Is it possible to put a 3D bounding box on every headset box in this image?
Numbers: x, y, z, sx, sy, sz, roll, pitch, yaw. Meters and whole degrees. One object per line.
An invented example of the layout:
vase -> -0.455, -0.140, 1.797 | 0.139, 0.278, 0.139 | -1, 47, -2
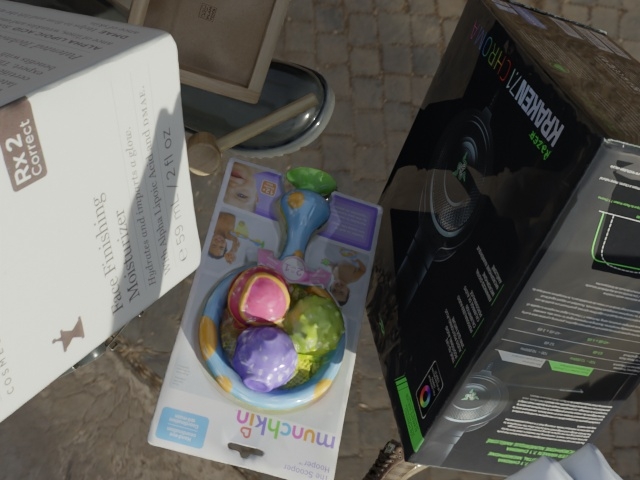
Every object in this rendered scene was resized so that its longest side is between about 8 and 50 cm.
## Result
headset box -> 0.141, 0.001, 0.585 | 0.131, 0.246, 0.283 | 12, 123, -17

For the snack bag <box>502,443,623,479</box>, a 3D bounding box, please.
snack bag -> 0.077, 0.309, 0.335 | 0.323, 0.037, 0.342 | -40, 70, 27

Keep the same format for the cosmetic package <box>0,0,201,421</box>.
cosmetic package -> -0.182, -0.024, 0.411 | 0.151, 0.151, 0.184 | 17, 38, 26

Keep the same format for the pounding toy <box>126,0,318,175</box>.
pounding toy -> -0.091, -0.170, 0.732 | 0.181, 0.094, 0.206 | 14, 112, -18

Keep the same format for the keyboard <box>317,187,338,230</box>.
keyboard -> 0.000, 0.000, 1.438 | 0.038, 0.100, 0.192 | 7, 111, 26

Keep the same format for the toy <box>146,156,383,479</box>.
toy -> -0.027, 0.046, 0.583 | 0.137, 0.056, 0.237 | 18, 60, -11

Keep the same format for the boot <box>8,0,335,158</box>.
boot -> -0.230, -0.253, 0.990 | 0.367, 0.445, 0.146 | 9, 79, 27

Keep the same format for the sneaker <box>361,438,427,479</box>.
sneaker -> 0.112, 0.363, 1.282 | 0.188, 0.066, 0.071 | -30, 107, -27

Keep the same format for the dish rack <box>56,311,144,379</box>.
dish rack -> -0.410, 0.161, 1.300 | 0.208, 0.271, 0.074 | -26, 101, 11
